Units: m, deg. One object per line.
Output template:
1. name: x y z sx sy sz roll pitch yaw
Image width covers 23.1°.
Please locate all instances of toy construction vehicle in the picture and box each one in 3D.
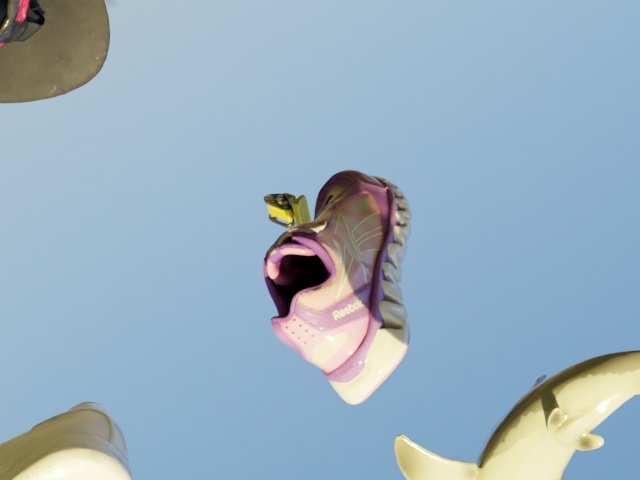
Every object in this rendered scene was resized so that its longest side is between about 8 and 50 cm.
1. toy construction vehicle: 0.000 0.000 1.385 0.035 0.086 0.098 -34 -146 -29

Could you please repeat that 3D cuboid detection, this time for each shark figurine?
1. shark figurine: 0.163 0.109 0.979 0.278 0.166 0.116 -45 -170 25

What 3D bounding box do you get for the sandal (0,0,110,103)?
1. sandal: -0.113 -0.086 0.436 0.067 0.179 0.040 -36 -125 0

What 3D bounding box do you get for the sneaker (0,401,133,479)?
1. sneaker: -0.179 0.148 0.730 0.212 0.080 0.094 -30 -156 2

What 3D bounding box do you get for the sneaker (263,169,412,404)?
1. sneaker: 0.007 0.014 1.213 0.095 0.104 0.236 -50 -157 31
